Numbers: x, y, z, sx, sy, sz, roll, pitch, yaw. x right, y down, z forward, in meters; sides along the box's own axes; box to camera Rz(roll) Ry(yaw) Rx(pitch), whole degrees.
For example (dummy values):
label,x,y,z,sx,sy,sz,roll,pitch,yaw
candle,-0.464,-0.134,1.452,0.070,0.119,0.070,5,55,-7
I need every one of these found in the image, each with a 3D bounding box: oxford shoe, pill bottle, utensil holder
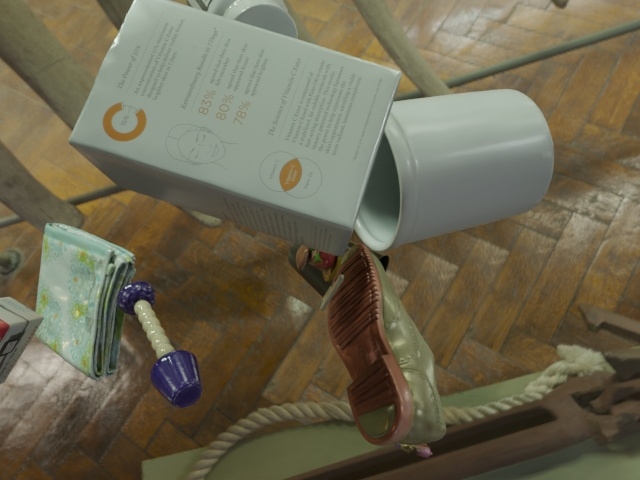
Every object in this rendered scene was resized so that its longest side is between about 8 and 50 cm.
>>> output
label,x,y,z,sx,sy,sz,roll,pitch,yaw
oxford shoe,0.114,0.179,0.962,0.140,0.147,0.397,-45,39,36
pill bottle,-0.198,-0.551,1.305,0.204,0.204,0.361,-29,48,-2
utensil holder,0.274,-0.173,1.215,0.386,0.327,0.327,-13,61,-17

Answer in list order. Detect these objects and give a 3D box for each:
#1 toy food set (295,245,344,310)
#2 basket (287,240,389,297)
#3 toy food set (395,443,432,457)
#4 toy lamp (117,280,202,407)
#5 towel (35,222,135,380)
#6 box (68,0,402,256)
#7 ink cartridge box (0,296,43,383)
label,x,y,z,sx,sy,sz,roll,pitch,yaw
toy food set,0.000,0.000,0.956,0.071,0.128,0.217,14,60,-11
basket,0.037,0.068,1.434,0.227,0.154,0.204,33,82,25
toy food set,0.192,0.423,1.087,0.078,0.122,0.019,12,77,21
toy lamp,-0.270,0.168,0.886,0.080,0.080,0.275,-42,45,-9
towel,-0.615,0.143,1.346,0.374,0.090,0.320,17,97,39
box,-0.097,-0.141,0.699,0.345,0.168,0.215,18,77,2
ink cartridge box,-0.437,0.137,0.685,0.063,0.150,0.109,30,83,-5
